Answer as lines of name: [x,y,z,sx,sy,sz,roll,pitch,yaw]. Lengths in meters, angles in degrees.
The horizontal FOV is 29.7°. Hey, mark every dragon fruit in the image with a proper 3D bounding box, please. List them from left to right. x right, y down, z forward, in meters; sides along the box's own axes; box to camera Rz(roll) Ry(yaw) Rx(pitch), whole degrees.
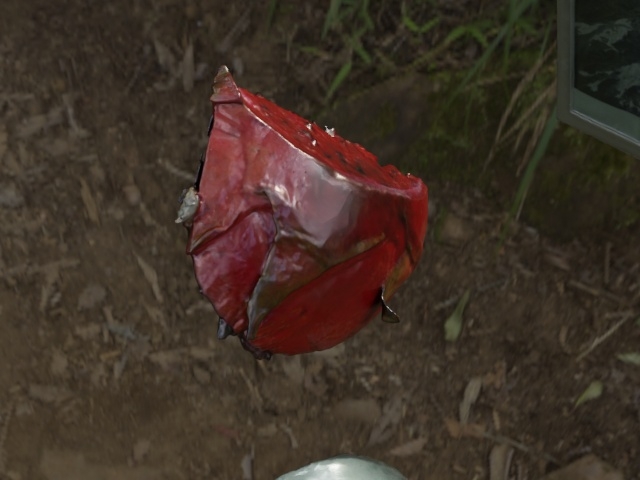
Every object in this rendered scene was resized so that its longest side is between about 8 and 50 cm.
dragon fruit: [0.000,0.000,1.299,0.100,0.343,0.282,6,77,50]

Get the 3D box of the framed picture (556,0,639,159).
framed picture: [0.233,-0.147,0.766,0.019,0.281,0.209,-38,49,-24]

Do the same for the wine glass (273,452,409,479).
wine glass: [0.098,0.344,0.829,0.267,0.267,0.406,-35,29,-21]
